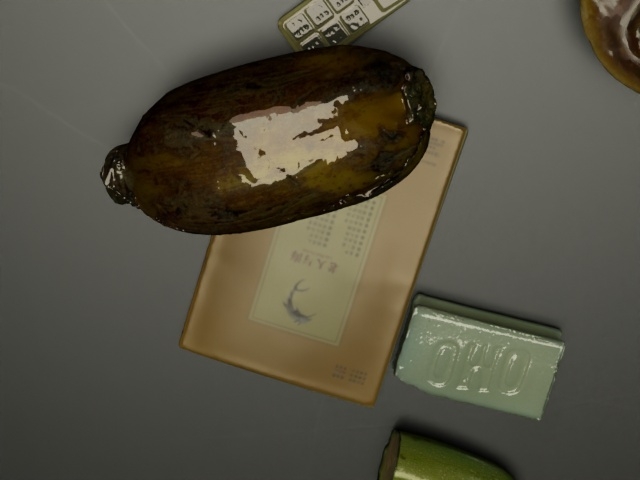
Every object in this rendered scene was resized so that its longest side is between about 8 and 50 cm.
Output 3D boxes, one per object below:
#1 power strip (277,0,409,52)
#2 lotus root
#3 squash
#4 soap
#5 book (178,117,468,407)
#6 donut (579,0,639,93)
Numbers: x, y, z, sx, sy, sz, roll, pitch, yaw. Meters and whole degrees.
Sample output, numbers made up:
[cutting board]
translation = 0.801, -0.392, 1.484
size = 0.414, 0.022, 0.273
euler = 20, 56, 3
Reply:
[power strip]
translation = 0.034, -0.280, 1.762
size = 0.169, 0.028, 0.076
euler = -35, 100, 11
[lotus root]
translation = -0.060, -0.114, 1.707
size = 0.398, 0.179, 0.195
euler = -12, 85, 11
[squash]
translation = 0.174, 0.309, 1.892
size = 0.188, 0.095, 0.095
euler = 15, 106, -6
[soap]
translation = 0.198, 0.147, 1.856
size = 0.199, 0.063, 0.114
euler = 13, 107, -1
[book]
translation = 0.000, 0.000, 1.840
size = 0.269, 0.032, 0.388
euler = 19, 105, -1
[donut]
translation = 0.459, -0.308, 1.683
size = 0.330, 0.160, 0.329
euler = 4, 107, 13
